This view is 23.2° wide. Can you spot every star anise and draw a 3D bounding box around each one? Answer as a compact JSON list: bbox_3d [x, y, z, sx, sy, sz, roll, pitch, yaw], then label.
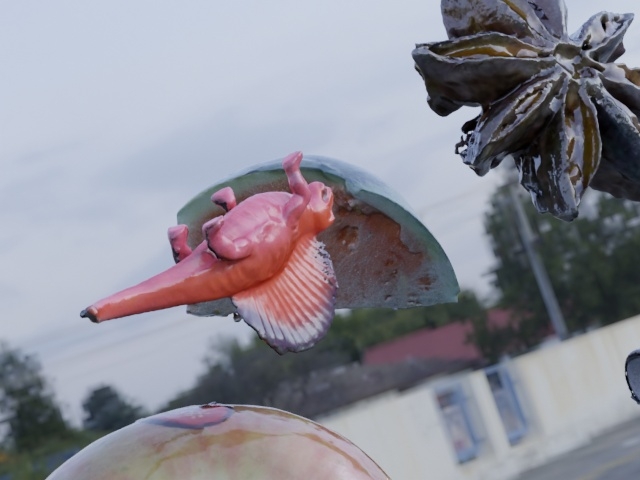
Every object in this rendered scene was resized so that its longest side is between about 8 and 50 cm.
[{"bbox_3d":[0.230,-0.151,1.586,0.332,0.331,0.117,-14,-18,-33],"label":"star anise"}]

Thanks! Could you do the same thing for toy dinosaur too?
[{"bbox_3d":[-0.061,0.041,1.203,0.070,0.139,0.286,-16,17,44],"label":"toy dinosaur"}]

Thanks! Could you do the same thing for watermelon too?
[{"bbox_3d":[0.000,0.000,1.723,0.305,0.180,0.224,-1,-13,3],"label":"watermelon"}]

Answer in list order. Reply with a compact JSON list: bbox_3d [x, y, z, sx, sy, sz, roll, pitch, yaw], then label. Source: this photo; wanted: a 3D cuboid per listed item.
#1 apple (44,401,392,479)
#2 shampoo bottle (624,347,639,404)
[{"bbox_3d":[-0.092,0.333,1.256,0.391,0.391,0.346,-17,-21,-16],"label":"apple"},{"bbox_3d":[0.418,0.116,1.635,0.214,0.072,0.072,-16,-7,-27],"label":"shampoo bottle"}]
